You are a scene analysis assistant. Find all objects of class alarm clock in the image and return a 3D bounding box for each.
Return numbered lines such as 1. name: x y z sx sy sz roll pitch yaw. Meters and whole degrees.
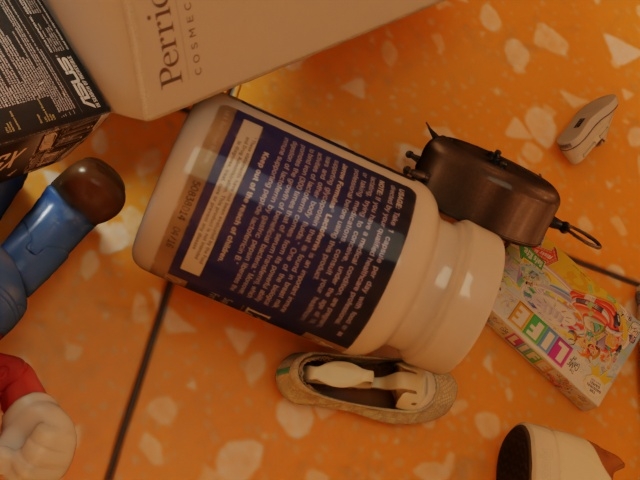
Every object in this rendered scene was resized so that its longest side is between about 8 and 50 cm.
1. alarm clock: 0.166 -0.039 0.840 0.192 0.129 0.064 27 104 -1

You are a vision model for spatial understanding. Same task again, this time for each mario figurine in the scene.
1. mario figurine: -0.246 0.047 0.627 0.198 0.170 0.320 7 53 19

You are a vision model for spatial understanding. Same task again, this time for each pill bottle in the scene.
1. pill bottle: 0.000 0.000 0.746 0.265 0.153 0.153 24 63 -7

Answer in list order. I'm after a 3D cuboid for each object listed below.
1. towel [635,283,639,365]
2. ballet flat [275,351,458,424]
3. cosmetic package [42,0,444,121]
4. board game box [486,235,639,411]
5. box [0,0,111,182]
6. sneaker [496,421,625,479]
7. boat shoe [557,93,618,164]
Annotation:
1. towel: 0.405 0.181 0.905 0.209 0.034 0.285 9 67 -17
2. ballet flat: 0.046 0.121 0.780 0.168 0.052 0.057 6 70 -19
3. cosmetic package: -0.026 -0.284 0.758 0.453 0.161 0.230 -31 126 -35
4. board game box: 0.219 0.069 0.881 0.154 0.026 0.103 42 62 -1
5. box: -0.302 -0.163 0.568 0.307 0.076 0.242 58 36 -1
6. sneaker: 0.207 0.293 0.742 0.123 0.106 0.290 14 64 -13
7. boat shoe: 0.282 -0.114 0.977 0.100 0.035 0.035 -46 117 -32
